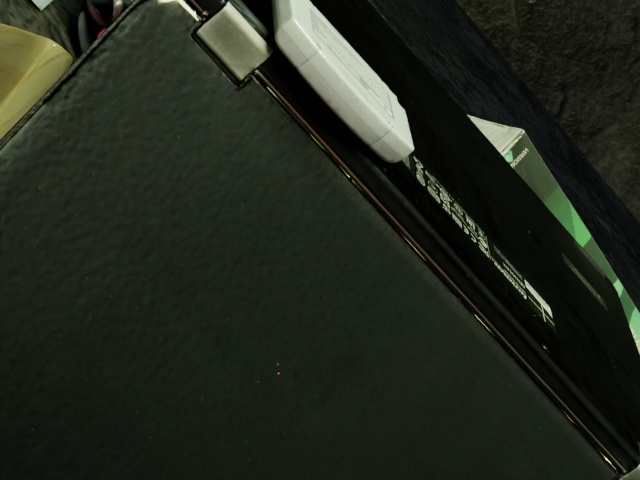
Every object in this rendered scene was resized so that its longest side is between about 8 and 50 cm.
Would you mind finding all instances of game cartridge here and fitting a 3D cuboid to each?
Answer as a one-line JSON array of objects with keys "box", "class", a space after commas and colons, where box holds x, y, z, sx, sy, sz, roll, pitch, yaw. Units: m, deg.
[{"box": [0.009, -0.072, 0.805, 0.083, 0.017, 0.056, 46, 14, -23], "class": "game cartridge"}]

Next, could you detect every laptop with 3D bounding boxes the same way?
[{"box": [-0.023, 0.055, 0.905, 0.382, 0.236, 0.408, 47, 16, -20], "class": "laptop"}]

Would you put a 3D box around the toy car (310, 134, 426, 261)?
[{"box": [0.000, 0.000, 1.405, 0.182, 0.159, 0.136, -116, -167, -47], "class": "toy car"}]

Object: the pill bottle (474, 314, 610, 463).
[{"box": [0.202, 0.150, 1.594, 0.208, 0.117, 0.117, 53, 16, 19], "class": "pill bottle"}]

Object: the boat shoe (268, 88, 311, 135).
[{"box": [-0.063, -0.176, 1.634, 0.302, 0.109, 0.094, 52, -24, 6], "class": "boat shoe"}]

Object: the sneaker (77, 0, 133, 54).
[{"box": [-0.144, -0.193, 1.497, 0.112, 0.121, 0.299, 16, 22, -22], "class": "sneaker"}]

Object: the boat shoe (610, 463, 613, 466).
[{"box": [0.196, 0.300, 1.057, 0.158, 0.127, 0.341, 44, 47, -34], "class": "boat shoe"}]

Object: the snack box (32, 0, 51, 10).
[{"box": [-0.185, -0.298, 1.519, 0.070, 0.174, 0.207, 46, 14, -22], "class": "snack box"}]

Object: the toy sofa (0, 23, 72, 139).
[{"box": [-0.092, 0.057, 1.010, 0.362, 0.177, 0.150, 40, -6, -26], "class": "toy sofa"}]

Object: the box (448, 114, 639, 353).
[{"box": [0.168, 0.010, 1.668, 0.232, 0.058, 0.322, 23, -24, 55], "class": "box"}]
